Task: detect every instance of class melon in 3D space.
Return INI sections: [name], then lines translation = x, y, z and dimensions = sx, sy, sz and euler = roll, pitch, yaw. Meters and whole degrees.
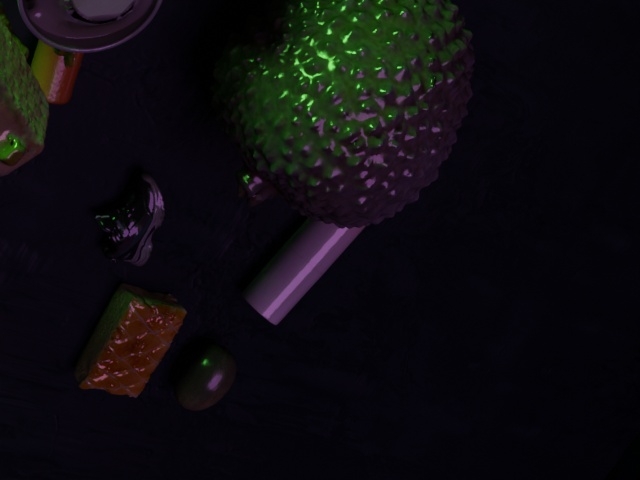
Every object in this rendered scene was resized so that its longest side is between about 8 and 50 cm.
[melon]
translation = -0.205, 0.241, 2.381
dimensions = 0.130, 0.098, 0.098
euler = -48, 138, 10

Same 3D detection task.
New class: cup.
[cup]
translation = -0.322, -0.350, 1.732
dimensions = 0.185, 0.226, 0.241
euler = -2, 134, -27

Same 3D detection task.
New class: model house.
[model house]
translation = -0.446, -0.213, 1.744
dimensions = 0.175, 0.234, 0.193
euler = -34, 138, -11

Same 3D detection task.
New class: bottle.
[bottle]
translation = -0.355, -0.285, 1.880
dimensions = 0.069, 0.069, 0.187
euler = 5, 117, -40

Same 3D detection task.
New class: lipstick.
[lipstick]
translation = 0.000, 0.000, 2.359
dimensions = 0.327, 0.087, 0.087
euler = -48, 137, 3

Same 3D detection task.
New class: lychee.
[lychee]
translation = 0.036, -0.211, 2.023
dimensions = 0.432, 0.380, 0.380
euler = -44, 137, -2

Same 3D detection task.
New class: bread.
[bread]
translation = -0.318, 0.170, 2.258
dimensions = 0.125, 0.068, 0.188
euler = 17, 110, -44

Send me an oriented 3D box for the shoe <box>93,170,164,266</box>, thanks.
[shoe]
translation = -0.309, -0.031, 2.115
dimensions = 0.099, 0.071, 0.169
euler = -3, 127, -33
